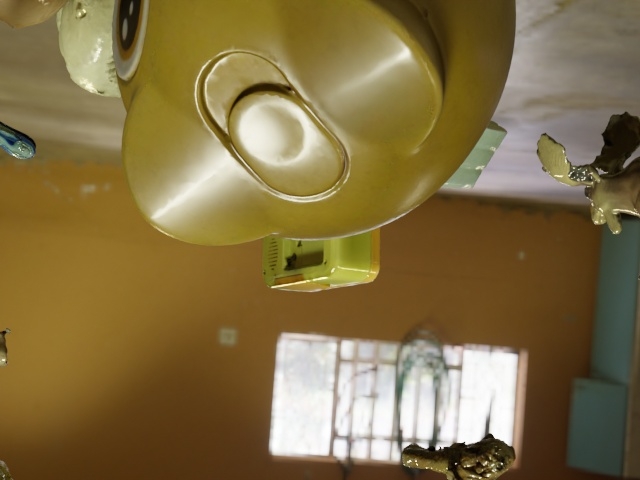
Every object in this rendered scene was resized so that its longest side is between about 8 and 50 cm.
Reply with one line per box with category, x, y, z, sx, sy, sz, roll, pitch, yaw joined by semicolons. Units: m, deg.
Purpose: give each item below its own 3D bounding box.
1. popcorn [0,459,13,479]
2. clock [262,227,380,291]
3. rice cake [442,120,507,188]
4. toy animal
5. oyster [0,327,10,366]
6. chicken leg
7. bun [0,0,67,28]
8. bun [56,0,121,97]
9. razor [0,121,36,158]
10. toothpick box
popcorn;-0.606;0.396;1.748;0.206;0.251;0.237;-31;-163;-14
clock;0.000;0.000;1.631;0.096;0.143;0.202;4;171;-35
rice cake;0.185;-0.133;1.647;0.237;0.127;0.043;-2;-143;-51
toy animal;0.329;-0.052;1.094;0.214;0.186;0.093;-17;167;34
oyster;-0.458;0.095;1.128;0.337;0.198;0.133;-16;-167;47
chicken leg;0.233;0.377;1.860;0.196;0.080;0.125;-11;-166;12
bun;-0.425;-0.425;1.423;0.165;0.299;0.299;-40;172;5
bun;-0.303;-0.350;1.666;0.160;0.259;0.259;33;-174;16
razor;-0.578;-0.221;1.746;0.324;0.093;0.056;42;-163;-37
toothpick box;-0.010;-0.213;1.124;0.409;0.409;0.425;4;-144;10
